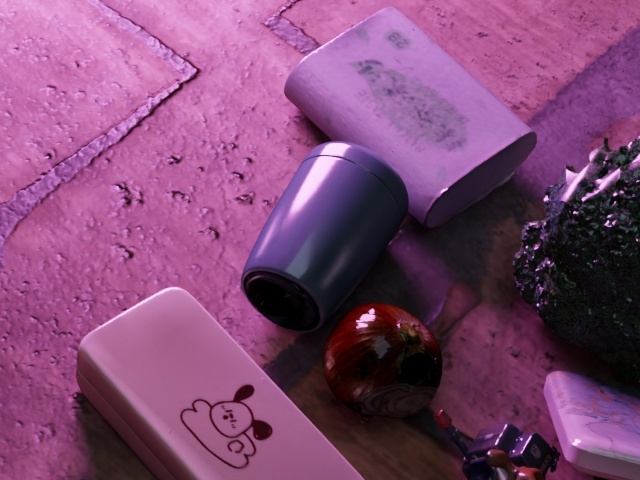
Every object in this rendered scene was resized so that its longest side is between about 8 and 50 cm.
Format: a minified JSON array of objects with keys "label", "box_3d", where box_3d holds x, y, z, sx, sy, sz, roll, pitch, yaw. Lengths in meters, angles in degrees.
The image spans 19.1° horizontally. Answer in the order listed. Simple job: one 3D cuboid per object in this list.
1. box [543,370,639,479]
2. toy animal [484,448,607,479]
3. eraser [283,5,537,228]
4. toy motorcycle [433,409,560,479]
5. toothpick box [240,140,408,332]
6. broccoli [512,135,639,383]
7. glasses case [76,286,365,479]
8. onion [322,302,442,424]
[{"label":"box","box_3d":[0.286,0.179,1.765,0.142,0.044,0.285,12,10,0]},{"label":"toy animal","box_3d":[0.277,0.310,1.697,0.097,0.157,0.312,-34,66,12]},{"label":"eraser","box_3d":[0.096,-0.134,2.048,0.174,0.081,0.227,-33,66,-29]},{"label":"toy motorcycle","box_3d":[0.139,0.250,1.744,0.150,0.102,0.221,51,47,-15]},{"label":"toothpick box","box_3d":[0.000,0.000,1.905,0.120,0.120,0.184,27,57,10]},{"label":"broccoli","box_3d":[0.339,0.005,1.911,0.295,0.265,0.245,-9,18,19]},{"label":"glasses case","box_3d":[-0.089,0.187,1.774,0.131,0.070,0.313,-31,64,-29]},{"label":"onion","box_3d":[0.057,0.114,1.839,0.117,0.118,0.118,14,43,-43]}]
